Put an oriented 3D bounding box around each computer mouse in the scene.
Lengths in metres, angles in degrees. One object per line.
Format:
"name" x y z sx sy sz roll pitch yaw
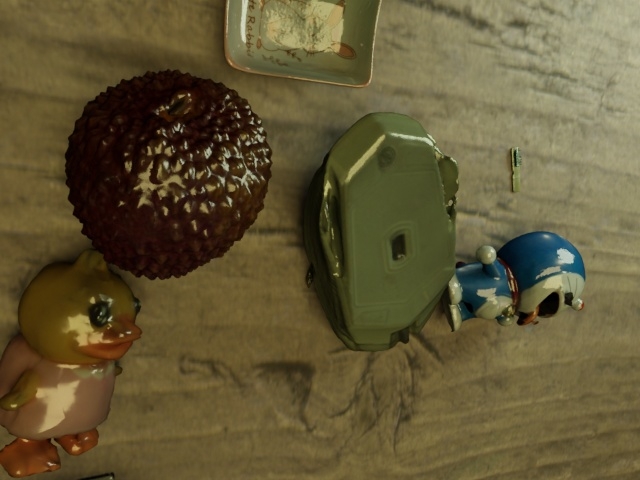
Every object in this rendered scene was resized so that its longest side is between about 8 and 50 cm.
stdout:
"computer mouse" 0.085 -0.007 0.827 0.228 0.145 0.428 -25 128 -20

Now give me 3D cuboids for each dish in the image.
"dish" -0.030 -0.298 0.734 0.213 0.077 0.151 2 103 -21

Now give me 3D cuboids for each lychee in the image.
"lychee" -0.190 -0.065 0.666 0.272 0.271 0.271 -6 107 -19

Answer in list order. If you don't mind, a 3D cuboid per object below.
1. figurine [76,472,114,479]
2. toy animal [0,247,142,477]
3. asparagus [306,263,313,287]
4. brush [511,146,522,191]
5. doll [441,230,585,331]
"figurine" -0.312 0.466 0.742 0.309 0.308 0.143 29 89 -25
"toy animal" -0.334 0.145 0.711 0.169 0.195 0.281 29 100 15
"asparagus" 0.000 0.000 0.867 0.016 0.016 0.162 4 106 -48
"brush" 0.356 -0.127 0.963 0.016 0.013 0.083 -16 112 -18
"doll" 0.337 0.077 0.937 0.257 0.161 0.215 -18 139 -3
